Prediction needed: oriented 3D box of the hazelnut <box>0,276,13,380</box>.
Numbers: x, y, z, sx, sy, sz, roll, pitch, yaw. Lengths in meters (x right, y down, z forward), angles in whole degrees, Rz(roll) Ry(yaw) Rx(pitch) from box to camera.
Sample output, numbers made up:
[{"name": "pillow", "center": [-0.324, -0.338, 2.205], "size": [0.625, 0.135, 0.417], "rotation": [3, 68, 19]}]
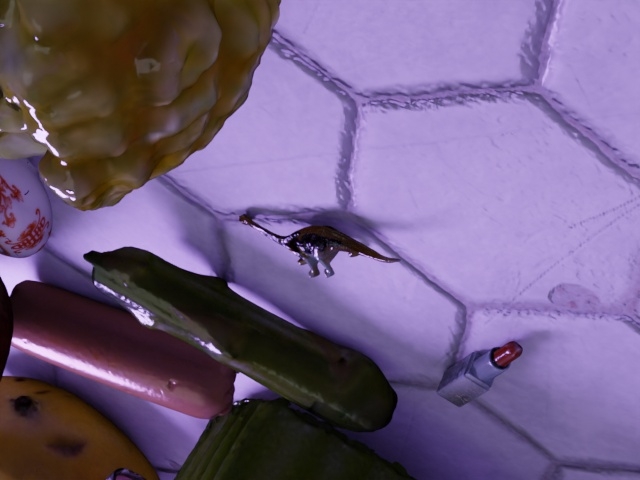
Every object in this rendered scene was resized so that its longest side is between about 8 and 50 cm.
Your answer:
[{"name": "hazelnut", "center": [-0.527, 0.104, 1.259], "size": [0.421, 0.421, 0.352], "rotation": [11, 112, 22]}]

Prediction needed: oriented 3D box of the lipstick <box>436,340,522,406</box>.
[{"name": "lipstick", "center": [0.155, 0.120, 1.148], "size": [0.030, 0.030, 0.129], "rotation": [32, 147, -8]}]

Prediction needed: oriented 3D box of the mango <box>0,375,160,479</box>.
[{"name": "mango", "center": [-0.363, 0.363, 1.657], "size": [0.301, 0.220, 0.445], "rotation": [-14, 130, 13]}]

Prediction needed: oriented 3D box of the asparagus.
[{"name": "asparagus", "center": [-0.081, 0.093, 1.220], "size": [0.343, 0.085, 0.082], "rotation": [28, 104, -9]}]

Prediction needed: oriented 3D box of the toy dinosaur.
[{"name": "toy dinosaur", "center": [0.004, 0.010, 1.095], "size": [0.180, 0.037, 0.058], "rotation": [5, 146, 30]}]

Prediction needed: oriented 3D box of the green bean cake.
[{"name": "green bean cake", "center": [-0.016, 0.338, 1.359], "size": [0.319, 0.218, 0.335], "rotation": [34, 159, -5]}]

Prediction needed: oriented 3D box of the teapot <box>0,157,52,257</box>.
[{"name": "teapot", "center": [-0.334, -0.043, 1.185], "size": [0.159, 0.116, 0.245], "rotation": [22, 166, -13]}]

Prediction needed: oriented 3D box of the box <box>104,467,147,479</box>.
[{"name": "box", "center": [-0.242, 0.375, 1.482], "size": [0.151, 0.135, 0.151], "rotation": [46, -174, -6]}]

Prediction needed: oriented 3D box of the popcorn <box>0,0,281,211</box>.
[{"name": "popcorn", "center": [-0.171, -0.174, 0.739], "size": [0.274, 0.279, 0.335], "rotation": [-31, 146, 7]}]

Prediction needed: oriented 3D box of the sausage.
[{"name": "sausage", "center": [-0.224, 0.120, 1.361], "size": [0.289, 0.086, 0.086], "rotation": [19, 146, 13]}]
